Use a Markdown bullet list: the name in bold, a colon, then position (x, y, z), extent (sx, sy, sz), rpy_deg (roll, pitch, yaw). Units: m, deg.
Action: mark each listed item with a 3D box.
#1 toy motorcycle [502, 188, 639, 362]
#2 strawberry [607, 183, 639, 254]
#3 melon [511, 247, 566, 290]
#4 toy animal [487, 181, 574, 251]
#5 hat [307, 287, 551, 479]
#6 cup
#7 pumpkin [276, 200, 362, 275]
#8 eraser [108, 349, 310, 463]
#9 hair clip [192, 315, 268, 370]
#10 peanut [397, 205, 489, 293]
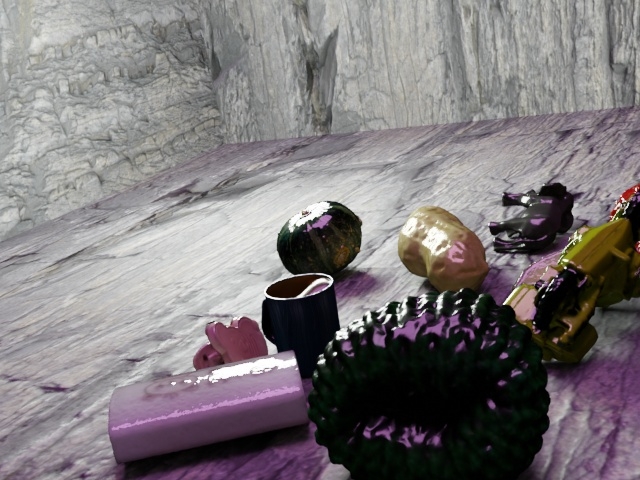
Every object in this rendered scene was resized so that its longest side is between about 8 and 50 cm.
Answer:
- **toy motorcycle**: position (0.414, 0.061, 1.393), extent (0.142, 0.206, 0.342), rpy_deg (27, 50, 34)
- **strawberry**: position (0.661, -0.044, 1.672), extent (0.233, 0.138, 0.306), rpy_deg (-5, 15, 14)
- **melon**: position (0.441, 0.056, 1.644), extent (0.182, 0.054, 0.098), rpy_deg (-7, 31, 11)
- **toy animal**: position (0.452, -0.046, 1.889), extent (0.146, 0.114, 0.245), rpy_deg (-8, 36, 31)
- **hat**: position (0.146, 0.167, 1.107), extent (0.274, 0.242, 0.332), rpy_deg (7, 7, 14)
- **cup**: position (-0.029, 0.134, 1.464), extent (0.113, 0.138, 0.150), rpy_deg (-14, 16, -15)
- **pumpkin**: position (-0.002, 0.000, 1.901), extent (0.190, 0.146, 0.190), rpy_deg (-38, 22, 19)
- **eraser**: position (-0.157, 0.235, 1.280), extent (0.270, 0.095, 0.174), rpy_deg (-10, 13, -4)
- **hair clip**: position (-0.131, 0.174, 1.457), extent (0.138, 0.123, 0.102), rpy_deg (-27, 3, -37)
- **peanut**: position (0.229, 0.022, 1.726), extent (0.147, 0.147, 0.319), rpy_deg (-11, 21, -4)
